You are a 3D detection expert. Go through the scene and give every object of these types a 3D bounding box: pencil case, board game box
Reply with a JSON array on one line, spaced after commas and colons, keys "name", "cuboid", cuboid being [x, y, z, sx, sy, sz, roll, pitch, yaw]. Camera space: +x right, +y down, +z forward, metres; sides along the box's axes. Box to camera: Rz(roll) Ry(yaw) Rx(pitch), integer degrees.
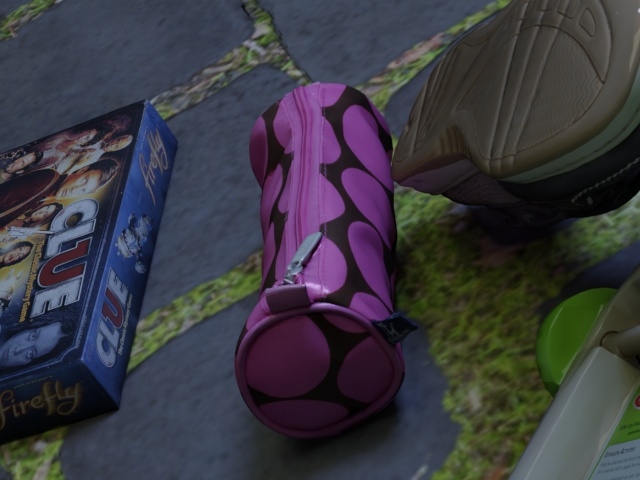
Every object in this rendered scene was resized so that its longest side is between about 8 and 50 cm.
[{"name": "pencil case", "cuboid": [0.000, 0.000, 0.955, 0.095, 0.098, 0.209, -23, 34, 14]}, {"name": "board game box", "cuboid": [-0.182, 0.024, 1.120, 0.165, 0.042, 0.243, -18, 36, 19]}]

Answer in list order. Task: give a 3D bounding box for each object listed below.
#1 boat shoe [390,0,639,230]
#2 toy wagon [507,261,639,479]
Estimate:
[{"name": "boat shoe", "cuboid": [0.114, -0.056, 0.851, 0.285, 0.092, 0.102, 161, 129, -74]}, {"name": "toy wagon", "cuboid": [0.140, 0.046, 0.668, 0.344, 0.068, 0.267, -58, 5, -15]}]
